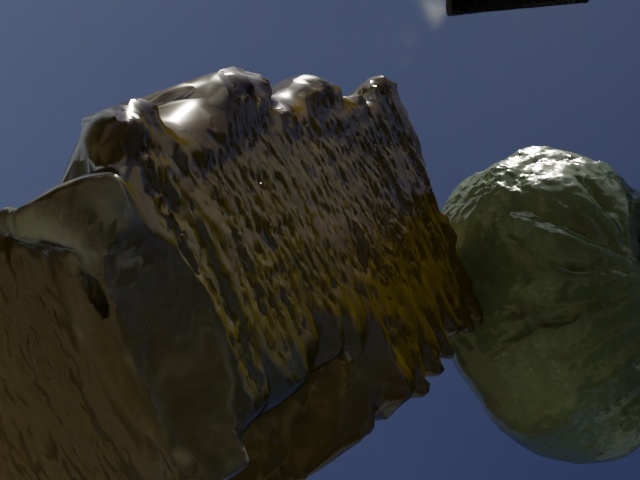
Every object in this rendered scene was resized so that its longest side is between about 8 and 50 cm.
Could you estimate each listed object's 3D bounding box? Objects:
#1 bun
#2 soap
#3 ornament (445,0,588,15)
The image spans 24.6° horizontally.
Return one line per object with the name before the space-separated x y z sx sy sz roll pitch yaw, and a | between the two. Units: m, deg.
bun | 0.154 0.029 0.852 0.118 0.195 0.195 -30 -118 31
soap | 0.000 0.000 0.623 0.304 0.339 0.169 -24 -86 57
ornament | 0.132 -0.303 1.400 0.196 0.153 0.166 15 -68 61
